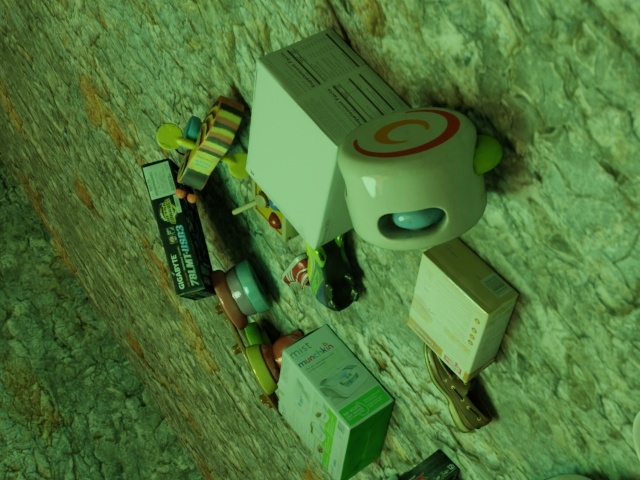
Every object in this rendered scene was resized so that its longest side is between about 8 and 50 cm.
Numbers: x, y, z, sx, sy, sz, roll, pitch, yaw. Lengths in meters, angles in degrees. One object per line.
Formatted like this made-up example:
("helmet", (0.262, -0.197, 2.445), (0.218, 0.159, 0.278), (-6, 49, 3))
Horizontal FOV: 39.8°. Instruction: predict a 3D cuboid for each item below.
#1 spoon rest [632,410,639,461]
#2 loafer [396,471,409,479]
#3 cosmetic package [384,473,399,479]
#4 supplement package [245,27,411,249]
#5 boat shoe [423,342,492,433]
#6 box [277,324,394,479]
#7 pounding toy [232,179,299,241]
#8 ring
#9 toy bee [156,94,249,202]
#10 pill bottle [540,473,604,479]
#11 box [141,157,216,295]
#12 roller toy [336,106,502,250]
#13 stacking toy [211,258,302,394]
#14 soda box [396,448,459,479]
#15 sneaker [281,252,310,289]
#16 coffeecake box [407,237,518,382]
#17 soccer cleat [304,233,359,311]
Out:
("spoon rest", (0.471, 0.329, 1.101), (0.137, 0.084, 0.276), (-8, 110, 63))
("loafer", (0.228, 0.553, 1.766), (0.267, 0.084, 0.096), (16, 130, 56))
("cosmetic package", (0.204, 0.734, 1.986), (0.377, 0.097, 0.284), (54, 156, 15))
("supplement package", (0.002, -0.155, 1.399), (0.204, 0.145, 0.262), (49, 153, 23))
("boat shoe", (0.232, 0.237, 1.483), (0.060, 0.064, 0.178), (-23, 97, 34))
("box", (0.023, 0.355, 1.895), (0.231, 0.126, 0.262), (46, 151, 29))
("pounding toy", (-0.092, -0.076, 1.700), (0.141, 0.100, 0.130), (45, 149, 30))
("ring", (-0.179, 0.282, 2.160), (0.337, 0.032, 0.336), (61, 176, 8))
("toy bee", (-0.234, -0.162, 1.805), (0.195, 0.162, 0.298), (12, 157, 0))
("pill bottle", (0.358, 0.437, 1.337), (0.152, 0.152, 0.272), (56, 153, 11))
("box", (-0.309, -0.016, 1.996), (0.295, 0.073, 0.293), (86, 170, -85))
("roller toy", (0.124, -0.080, 1.197), (0.209, 0.191, 0.146), (26, 138, 50))
("stacking toy", (-0.127, 0.183, 2.079), (0.309, 0.130, 0.279), (64, 180, 0))
("soda box", (0.180, 0.471, 1.674), (0.060, 0.169, 0.053), (43, 148, 33))
("sneaker", (-0.042, 0.080, 1.833), (0.067, 0.042, 0.118), (58, 152, 15))
("coffeecake box", (0.214, 0.107, 1.364), (0.142, 0.068, 0.185), (45, 150, 29))
("soccer cleat", (-0.001, 0.001, 1.624), (0.121, 0.093, 0.289), (37, 145, 50))
